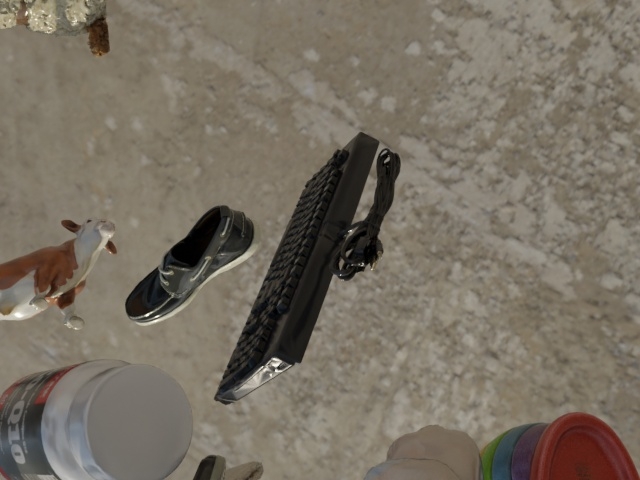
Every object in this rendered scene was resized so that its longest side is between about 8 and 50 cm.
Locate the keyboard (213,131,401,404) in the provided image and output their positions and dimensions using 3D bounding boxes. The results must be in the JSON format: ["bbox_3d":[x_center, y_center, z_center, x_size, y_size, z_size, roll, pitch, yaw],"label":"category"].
[{"bbox_3d":[0.000,0.000,0.893,0.033,0.317,0.201,40,130,-18],"label":"keyboard"}]

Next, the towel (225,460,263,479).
[{"bbox_3d":[-0.231,0.476,1.684,0.187,0.282,0.049,-25,92,33],"label":"towel"}]

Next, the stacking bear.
[{"bbox_3d":[0.269,0.340,1.319,0.175,0.164,0.289,8,156,-27],"label":"stacking bear"}]

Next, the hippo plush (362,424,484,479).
[{"bbox_3d":[-0.003,0.250,0.685,0.236,0.294,0.234,-3,86,15],"label":"hippo plush"}]

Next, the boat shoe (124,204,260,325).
[{"bbox_3d":[-0.193,0.033,1.345,0.233,0.084,0.079,-37,144,18],"label":"boat shoe"}]

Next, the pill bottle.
[{"bbox_3d":[-0.284,0.229,1.185,0.283,0.161,0.161,-18,116,51],"label":"pill bottle"}]

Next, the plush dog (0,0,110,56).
[{"bbox_3d":[-0.432,-0.369,1.431,0.262,0.225,0.211,160,105,-76],"label":"plush dog"}]

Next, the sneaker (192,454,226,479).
[{"bbox_3d":[-0.193,0.323,1.072,0.118,0.222,0.083,23,158,7],"label":"sneaker"}]

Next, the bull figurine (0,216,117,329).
[{"bbox_3d":[-0.450,0.074,1.519,0.310,0.188,0.101,-24,123,6],"label":"bull figurine"}]
